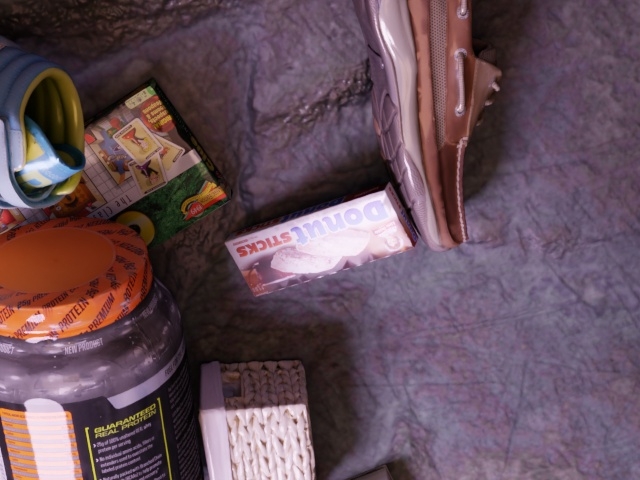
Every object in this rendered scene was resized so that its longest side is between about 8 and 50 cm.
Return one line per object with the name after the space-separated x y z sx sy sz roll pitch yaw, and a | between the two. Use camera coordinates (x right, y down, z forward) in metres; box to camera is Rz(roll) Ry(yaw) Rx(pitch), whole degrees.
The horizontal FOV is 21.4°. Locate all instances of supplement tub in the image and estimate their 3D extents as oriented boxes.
-0.217 0.163 1.549 0.207 0.207 0.338 -4 119 0 | supplement tub

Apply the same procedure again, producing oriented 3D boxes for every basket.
-0.057 0.207 1.639 0.103 0.113 0.167 -7 112 -1 | basket

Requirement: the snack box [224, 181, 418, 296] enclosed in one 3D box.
0.000 0.000 1.575 0.178 0.022 0.064 -18 111 29 | snack box

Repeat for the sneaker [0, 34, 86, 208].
-0.319 -0.036 1.444 0.208 0.127 0.319 21 86 29 | sneaker

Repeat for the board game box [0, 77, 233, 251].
-0.226 -0.028 1.589 0.259 0.030 0.136 -32 111 10 | board game box

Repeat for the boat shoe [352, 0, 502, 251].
0.107 -0.139 1.506 0.116 0.123 0.324 -15 119 -7 | boat shoe

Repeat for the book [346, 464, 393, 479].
0.019 0.298 1.719 0.144 0.035 0.096 -22 113 7 | book
